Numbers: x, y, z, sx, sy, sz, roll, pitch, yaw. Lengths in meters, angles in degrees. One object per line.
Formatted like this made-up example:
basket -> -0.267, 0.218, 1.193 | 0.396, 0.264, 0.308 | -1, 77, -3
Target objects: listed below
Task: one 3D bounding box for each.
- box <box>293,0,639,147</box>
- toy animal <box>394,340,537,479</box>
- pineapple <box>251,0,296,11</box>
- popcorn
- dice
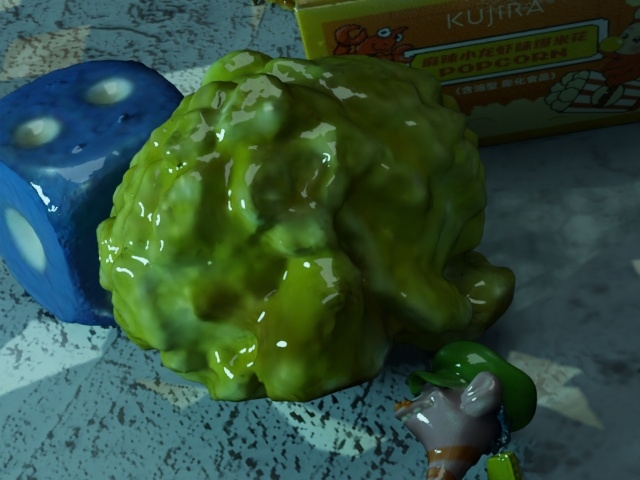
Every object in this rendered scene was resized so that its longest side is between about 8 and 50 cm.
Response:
box -> 0.119, -0.232, 1.084 | 0.283, 0.214, 0.259 | -10, 56, 5
toy animal -> 0.064, 0.149, 0.786 | 0.103, 0.100, 0.208 | 27, 40, 11
pineapple -> 0.015, -0.258, 1.308 | 0.233, 0.079, 0.135 | -2, 33, 20
popcorn -> 0.000, 0.000, 0.885 | 0.251, 0.206, 0.237 | 34, 52, -5
dice -> -0.156, -0.037, 1.020 | 0.146, 0.146, 0.143 | -32, 44, -24
